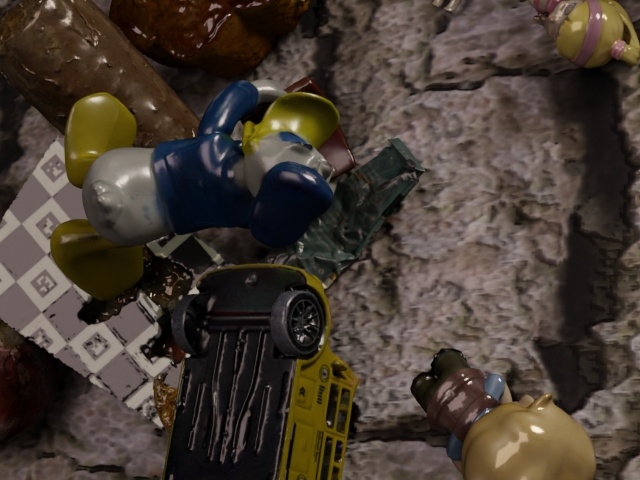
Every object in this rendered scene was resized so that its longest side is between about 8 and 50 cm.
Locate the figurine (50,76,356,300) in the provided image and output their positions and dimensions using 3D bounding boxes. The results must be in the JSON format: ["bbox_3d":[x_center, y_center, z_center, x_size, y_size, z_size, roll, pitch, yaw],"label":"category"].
[{"bbox_3d":[-0.072,-0.048,1.353,0.338,0.284,0.204,11,116,58],"label":"figurine"}]

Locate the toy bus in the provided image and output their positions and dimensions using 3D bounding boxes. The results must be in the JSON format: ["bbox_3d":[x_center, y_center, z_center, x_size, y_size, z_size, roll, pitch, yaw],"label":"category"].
[{"bbox_3d":[-0.058,0.193,1.327,0.145,0.151,0.331,-3,71,38],"label":"toy bus"}]

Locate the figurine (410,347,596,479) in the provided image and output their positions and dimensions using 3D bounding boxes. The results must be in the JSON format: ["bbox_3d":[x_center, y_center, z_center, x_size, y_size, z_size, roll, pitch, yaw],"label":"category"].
[{"bbox_3d":[0.148,0.168,1.249,0.114,0.108,0.196,-45,35,-3],"label":"figurine"}]

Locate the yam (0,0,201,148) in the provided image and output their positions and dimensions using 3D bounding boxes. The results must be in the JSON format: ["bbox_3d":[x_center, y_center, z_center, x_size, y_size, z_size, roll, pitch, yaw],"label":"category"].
[{"bbox_3d":[-0.235,-0.163,1.519,0.129,0.238,0.128,-25,27,36],"label":"yam"}]

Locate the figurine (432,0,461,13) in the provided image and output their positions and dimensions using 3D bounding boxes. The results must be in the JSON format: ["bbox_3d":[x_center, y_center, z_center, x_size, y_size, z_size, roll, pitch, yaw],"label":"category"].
[{"bbox_3d":[0.147,-0.279,1.459,0.064,0.047,0.109,31,98,30],"label":"figurine"}]

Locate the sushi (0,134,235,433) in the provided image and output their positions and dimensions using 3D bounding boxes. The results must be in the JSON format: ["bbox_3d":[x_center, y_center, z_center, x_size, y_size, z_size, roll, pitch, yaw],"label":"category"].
[{"bbox_3d":[-0.208,0.047,1.511,0.280,0.043,0.192,33,88,10],"label":"sushi"}]

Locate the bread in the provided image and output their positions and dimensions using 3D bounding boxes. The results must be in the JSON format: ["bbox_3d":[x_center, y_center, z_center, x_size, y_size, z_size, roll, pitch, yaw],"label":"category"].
[{"bbox_3d":[-0.112,-0.288,1.571,0.232,0.135,0.246,29,87,37],"label":"bread"}]

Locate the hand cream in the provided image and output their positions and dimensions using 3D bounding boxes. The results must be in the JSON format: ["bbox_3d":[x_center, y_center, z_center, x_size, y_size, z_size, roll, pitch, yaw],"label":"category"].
[{"bbox_3d":[0.000,0.000,1.430,0.248,0.052,0.075,-47,54,8],"label":"hand cream"}]

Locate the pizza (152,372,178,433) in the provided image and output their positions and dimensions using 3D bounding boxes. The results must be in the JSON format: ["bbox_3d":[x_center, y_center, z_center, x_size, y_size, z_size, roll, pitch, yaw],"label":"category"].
[{"bbox_3d":[-0.144,0.170,1.458,0.037,0.016,0.083,-27,79,-4],"label":"pizza"}]

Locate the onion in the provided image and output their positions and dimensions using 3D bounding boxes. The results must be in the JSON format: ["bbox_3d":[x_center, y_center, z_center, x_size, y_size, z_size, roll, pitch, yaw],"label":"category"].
[{"bbox_3d":[-0.367,0.157,1.550,0.195,0.159,0.159,-55,49,31],"label":"onion"}]

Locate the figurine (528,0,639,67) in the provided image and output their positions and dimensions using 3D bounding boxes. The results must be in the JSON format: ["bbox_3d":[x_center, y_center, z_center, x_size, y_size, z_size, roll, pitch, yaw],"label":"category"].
[{"bbox_3d":[0.236,-0.223,1.371,0.083,0.083,0.187,-41,42,12],"label":"figurine"}]
